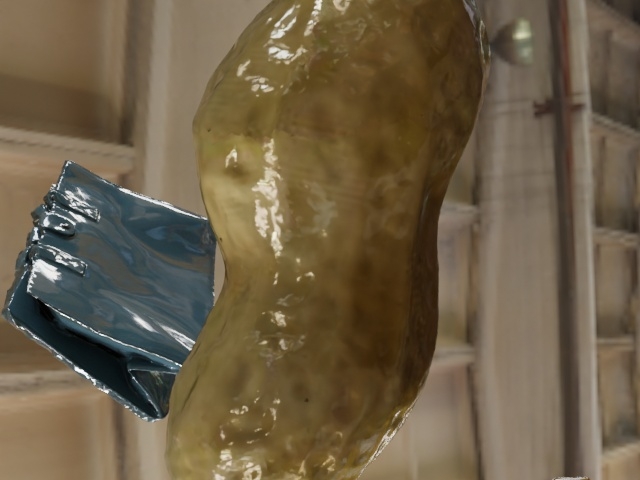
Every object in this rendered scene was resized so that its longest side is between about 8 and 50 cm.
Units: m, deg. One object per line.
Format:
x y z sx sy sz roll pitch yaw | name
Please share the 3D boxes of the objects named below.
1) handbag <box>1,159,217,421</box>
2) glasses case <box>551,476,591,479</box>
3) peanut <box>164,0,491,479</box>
-0.150 0.027 0.934 0.144 0.057 0.221 30 -157 -17 | handbag
0.237 0.339 1.233 0.075 0.049 0.218 -83 -9 -63 | glasses case
0.000 0.000 0.526 0.101 0.117 0.263 -158 77 -84 | peanut
